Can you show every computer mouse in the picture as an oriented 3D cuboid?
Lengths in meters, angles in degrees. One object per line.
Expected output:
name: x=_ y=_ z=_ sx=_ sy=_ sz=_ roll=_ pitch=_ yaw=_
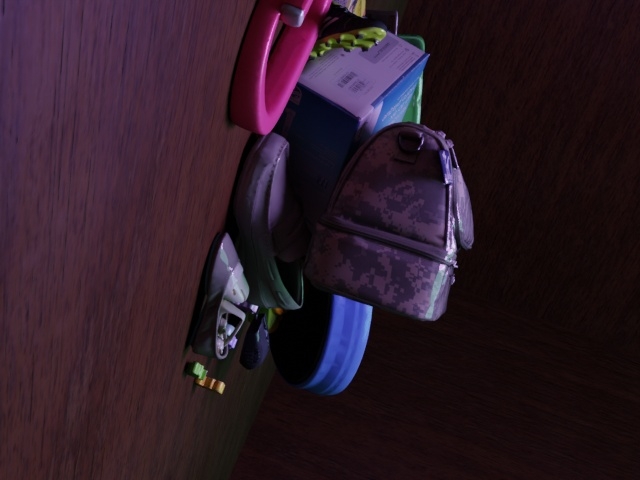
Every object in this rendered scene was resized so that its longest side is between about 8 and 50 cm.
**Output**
computer mouse: x=-0.092 y=0.126 z=1.727 sx=0.071 sy=0.041 sz=0.242 roll=-60 pitch=169 yaw=-51

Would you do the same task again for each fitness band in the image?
fitness band: x=-0.031 y=-0.258 z=1.218 sx=0.209 sy=0.054 sz=0.291 roll=105 pitch=7 yaw=-59

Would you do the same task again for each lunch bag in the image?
lunch bag: x=0.117 y=-0.029 z=1.507 sx=0.305 sy=0.212 sz=0.256 roll=14 pitch=92 yaw=-79

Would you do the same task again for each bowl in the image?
bowl: x=-0.016 y=0.095 z=1.949 sx=0.391 sy=0.077 sz=0.391 roll=-177 pitch=-90 yaw=-69

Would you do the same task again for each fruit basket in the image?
fruit basket: x=0.095 y=-0.291 z=2.042 sx=0.353 sy=0.165 sz=0.327 roll=-137 pitch=-132 yaw=-70

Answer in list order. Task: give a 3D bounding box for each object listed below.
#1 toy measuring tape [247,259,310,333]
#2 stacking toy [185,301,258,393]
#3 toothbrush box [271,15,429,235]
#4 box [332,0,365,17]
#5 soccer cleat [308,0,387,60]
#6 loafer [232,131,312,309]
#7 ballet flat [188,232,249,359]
toy measuring tape: x=-0.069 y=0.020 z=1.817 sx=0.121 sy=0.121 sz=0.330 roll=-64 pitch=165 yaw=-59
stacking toy: x=-0.156 y=0.154 z=1.668 sx=0.221 sy=0.052 sz=0.167 roll=95 pitch=15 yaw=-75
toothbrush box: x=0.022 y=-0.155 z=1.564 sx=0.216 sy=0.126 sz=0.296 roll=-46 pitch=165 yaw=-42
box: x=0.030 y=-0.353 z=1.570 sx=0.232 sy=0.058 sz=0.087 roll=80 pitch=31 yaw=-84
soccer cleat: x=0.022 y=-0.284 z=1.360 sx=0.179 sy=0.060 sz=0.072 roll=4 pitch=-96 yaw=53
loafer: x=-0.061 y=-0.020 z=1.481 sx=0.319 sy=0.111 sz=0.112 roll=94 pitch=19 yaw=-48
ballet flat: x=-0.133 y=0.081 z=1.453 sx=0.072 sy=0.068 sz=0.213 roll=-65 pitch=174 yaw=-55
